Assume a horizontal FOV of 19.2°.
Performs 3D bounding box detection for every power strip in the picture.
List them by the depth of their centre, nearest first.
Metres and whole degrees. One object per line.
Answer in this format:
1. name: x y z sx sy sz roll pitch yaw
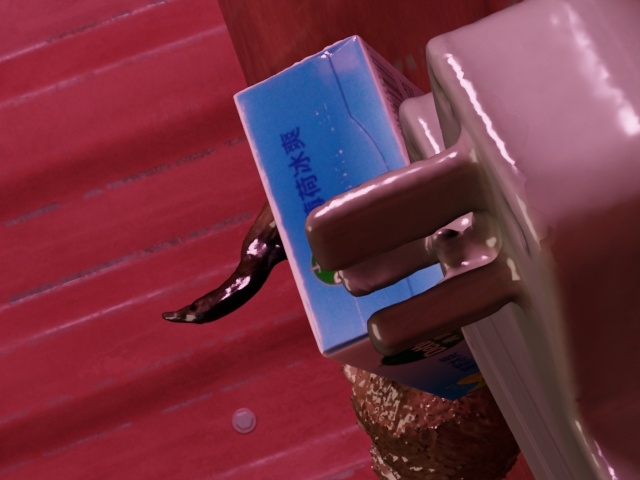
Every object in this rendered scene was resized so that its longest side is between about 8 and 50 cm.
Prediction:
1. power strip: 0.083 0.037 0.615 0.261 0.141 0.229 71 176 -52

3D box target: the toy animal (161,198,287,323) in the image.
1. toy animal: -0.007 -0.008 1.186 0.160 0.197 0.272 -99 -16 -45

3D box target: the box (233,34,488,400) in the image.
1. box: 0.043 -0.004 0.944 0.194 0.073 0.139 29 -141 -66

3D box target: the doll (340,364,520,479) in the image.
1. doll: 0.073 0.091 1.147 0.115 0.105 0.221 47 164 36
